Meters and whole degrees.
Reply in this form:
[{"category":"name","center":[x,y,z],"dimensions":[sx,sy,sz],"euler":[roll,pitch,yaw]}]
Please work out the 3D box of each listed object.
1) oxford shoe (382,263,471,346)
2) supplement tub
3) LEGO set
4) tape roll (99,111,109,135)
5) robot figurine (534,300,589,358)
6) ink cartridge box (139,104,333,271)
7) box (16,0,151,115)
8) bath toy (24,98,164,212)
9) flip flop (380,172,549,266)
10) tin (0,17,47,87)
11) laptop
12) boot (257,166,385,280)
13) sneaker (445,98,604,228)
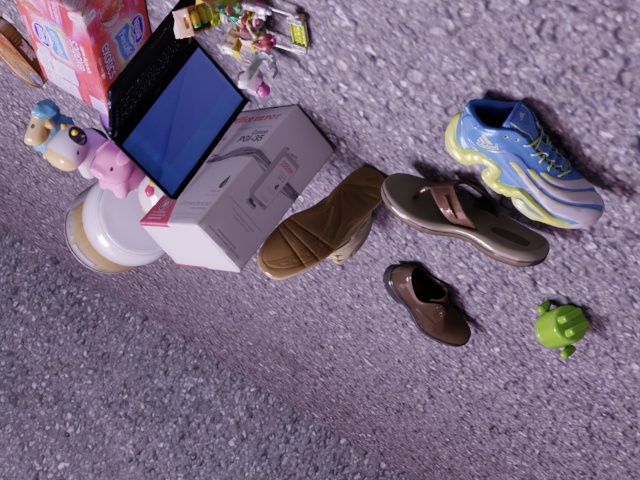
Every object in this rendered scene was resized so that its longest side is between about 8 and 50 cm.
[{"category":"oxford shoe","center":[0.224,0.131,1.877],"dimensions":[0.227,0.083,0.096],"euler":[42,153,-22]},{"category":"supplement tub","center":[-0.462,-0.045,2.275],"dimensions":[0.228,0.228,0.316],"euler":[40,158,-16]},{"category":"LEGO set","center":[-0.094,-0.293,1.349],"dimensions":[0.107,0.132,0.287],"euler":[21,178,16]},{"category":"tape roll","center":[-0.295,-0.202,1.893],"dimensions":[0.274,0.090,0.275],"euler":[28,159,12]},{"category":"robot figurine","center":[0.412,0.149,1.660],"dimensions":[0.101,0.067,0.115],"euler":[61,159,6]},{"category":"ink cartridge box","center":[-0.142,-0.091,1.645],"dimensions":[0.207,0.283,0.117],"euler":[3,140,53]},{"category":"box","center":[-0.388,-0.362,1.605],"dimensions":[0.154,0.142,0.300],"euler":[30,158,10]},{"category":"bath toy","center":[-0.404,-0.156,1.868],"dimensions":[0.348,0.151,0.129],"euler":[27,123,17]},{"category":"flip flop","center":[0.224,-0.047,1.481],"dimensions":[0.277,0.112,0.080],"euler":[27,132,23]},{"category":"tin","center":[-0.649,-0.401,2.046],"dimensions":[0.106,0.040,0.190],"euler":[10,149,38]},{"category":"laptop","center":[-0.213,-0.228,1.518],"dimensions":[0.136,0.234,0.264],"euler":[33,159,0]},{"category":"boot","center":[0.000,0.000,1.678],"dimensions":[0.095,0.262,0.203],"euler":[45,163,11]},{"category":"sneaker","center":[0.274,-0.107,1.278],"dimensions":[0.240,0.091,0.126],"euler":[30,158,12]}]
